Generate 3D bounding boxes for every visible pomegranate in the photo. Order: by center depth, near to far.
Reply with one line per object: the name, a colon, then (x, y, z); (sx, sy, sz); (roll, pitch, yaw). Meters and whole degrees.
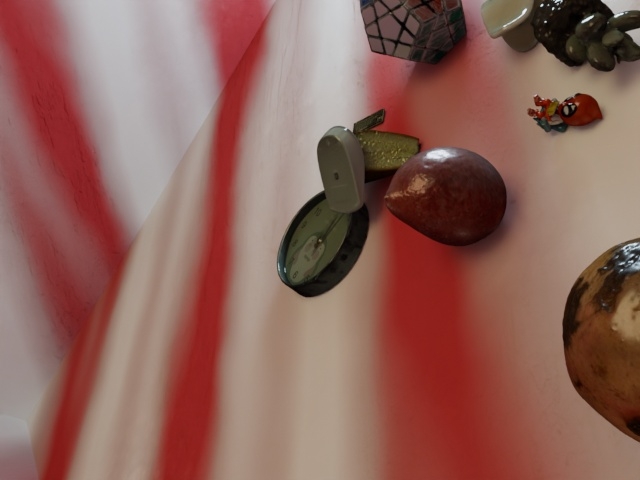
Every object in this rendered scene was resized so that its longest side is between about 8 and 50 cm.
pomegranate: (0.475, 0.135, 0.870); (0.322, 0.322, 0.322); (-35, 38, 33)

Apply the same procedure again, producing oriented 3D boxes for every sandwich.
sandwich: (0.142, -0.228, 1.819); (0.235, 0.128, 0.122); (-13, 74, 47)

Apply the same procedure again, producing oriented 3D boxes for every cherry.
cherry: (0.264, -0.104, 1.437); (0.206, 0.239, 0.239); (-49, 32, 20)

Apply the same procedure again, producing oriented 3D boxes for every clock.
clock: (0.000, 0.000, 1.882); (0.319, 0.066, 0.319); (-35, 37, 32)

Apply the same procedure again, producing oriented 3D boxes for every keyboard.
keyboard: (0.142, -0.352, 2.033); (0.129, 0.015, 0.049); (-18, 49, 47)

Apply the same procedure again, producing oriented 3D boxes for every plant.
plant: (0.553, -0.425, 1.400); (0.146, 0.149, 0.274); (-64, 25, 21)

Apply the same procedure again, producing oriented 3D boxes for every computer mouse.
computer mouse: (0.061, -0.183, 1.765); (0.128, 0.079, 0.231); (-1, 101, 48)

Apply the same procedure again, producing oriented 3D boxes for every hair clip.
hair clip: (0.477, -0.572, 1.660); (0.172, 0.113, 0.282); (-23, 45, 43)

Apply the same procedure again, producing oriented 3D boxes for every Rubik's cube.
Rubik's cube: (0.255, -0.639, 1.882); (0.319, 0.264, 0.319); (-35, 38, 33)

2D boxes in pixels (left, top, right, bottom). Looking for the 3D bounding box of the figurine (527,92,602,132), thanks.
figurine: (0.504, -0.261, 1.392); (0.140, 0.075, 0.068); (12, 72, 46)
